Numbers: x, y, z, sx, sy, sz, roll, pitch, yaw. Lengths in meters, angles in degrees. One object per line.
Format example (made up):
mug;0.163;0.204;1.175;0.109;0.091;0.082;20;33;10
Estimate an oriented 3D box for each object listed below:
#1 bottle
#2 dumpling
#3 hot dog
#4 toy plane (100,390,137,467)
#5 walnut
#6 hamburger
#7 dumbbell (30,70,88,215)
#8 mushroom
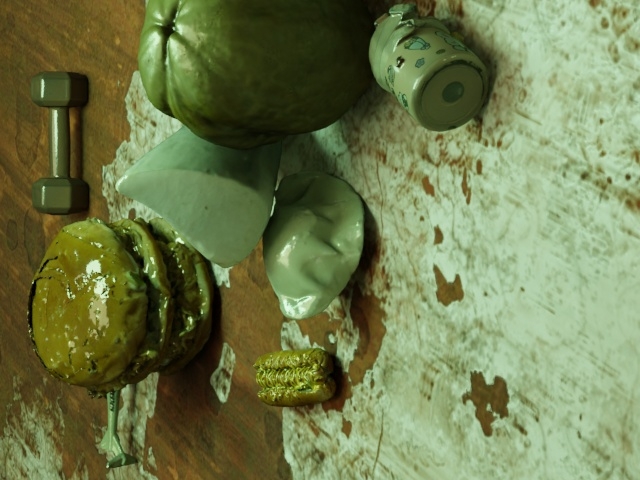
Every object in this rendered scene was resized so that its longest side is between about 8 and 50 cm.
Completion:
bottle;0.102;-0.187;1.637;0.152;0.099;0.099;55;136;48
dumpling;0.001;0.002;1.832;0.134;0.100;0.169;-19;39;28
hot dog;-0.031;0.168;1.926;0.165;0.045;0.071;-13;78;60
toy plane;-0.312;0.196;2.380;0.108;0.092;0.286;8;97;34
walnut;-0.069;-0.228;1.752;0.227;0.283;0.283;27;116;37
hamburger;-0.272;0.097;2.185;0.245;0.211;0.260;32;114;49
dumbbell;-0.420;-0.156;2.534;0.092;0.082;0.231;4;95;61
mushroom;-0.126;-0.130;1.924;0.126;0.177;0.397;-50;15;26
